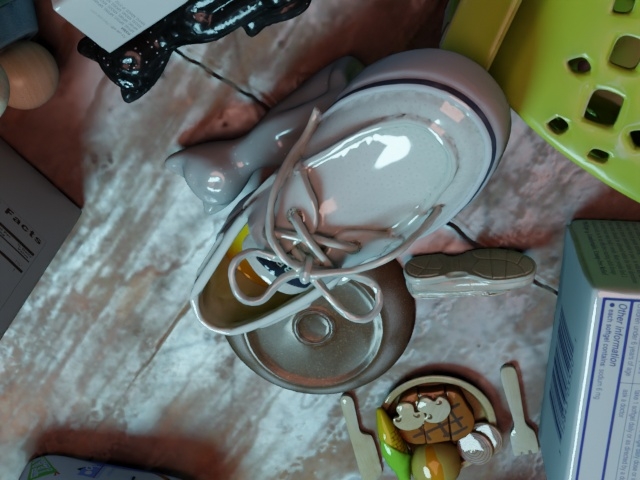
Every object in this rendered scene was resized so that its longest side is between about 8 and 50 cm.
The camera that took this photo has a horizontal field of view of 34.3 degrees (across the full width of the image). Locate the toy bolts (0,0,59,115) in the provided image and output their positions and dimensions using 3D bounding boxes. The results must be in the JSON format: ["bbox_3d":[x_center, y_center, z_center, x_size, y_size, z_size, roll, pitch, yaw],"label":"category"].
[{"bbox_3d":[-0.317,-0.147,0.834,0.218,0.228,0.159,-30,101,23],"label":"toy bolts"}]

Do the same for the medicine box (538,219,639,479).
[{"bbox_3d":[0.366,0.132,0.956,0.289,0.149,0.264,2,116,3],"label":"medicine box"}]

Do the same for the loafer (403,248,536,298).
[{"bbox_3d":[0.143,0.035,0.991,0.125,0.045,0.039,-1,133,13],"label":"loafer"}]

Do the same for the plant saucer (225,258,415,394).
[{"bbox_3d":[-0.005,0.078,1.024,0.198,0.036,0.199,2,116,3],"label":"plant saucer"}]

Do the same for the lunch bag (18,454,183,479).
[{"bbox_3d":[-0.251,0.392,1.158,0.243,0.115,0.304,8,115,3],"label":"lunch bag"}]

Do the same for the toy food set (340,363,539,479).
[{"bbox_3d":[0.121,0.199,1.070,0.192,0.038,0.133,-13,114,11],"label":"toy food set"}]

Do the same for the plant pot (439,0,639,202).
[{"bbox_3d":[0.214,-0.186,0.777,0.207,0.227,0.228,24,115,-1],"label":"plant pot"}]

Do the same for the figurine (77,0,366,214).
[{"bbox_3d":[-0.077,-0.133,0.907,0.209,0.092,0.215,-24,113,24],"label":"figurine"}]

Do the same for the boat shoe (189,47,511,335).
[{"bbox_3d":[-0.007,-0.005,0.797,0.136,0.156,0.367,43,143,-13],"label":"boat shoe"}]

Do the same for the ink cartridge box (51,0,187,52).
[{"bbox_3d":[-0.132,-0.251,0.814,0.175,0.128,0.072,-29,149,17],"label":"ink cartridge box"}]

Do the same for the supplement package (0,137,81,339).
[{"bbox_3d":[-0.360,0.030,0.885,0.177,0.293,0.175,-39,108,20],"label":"supplement package"}]
